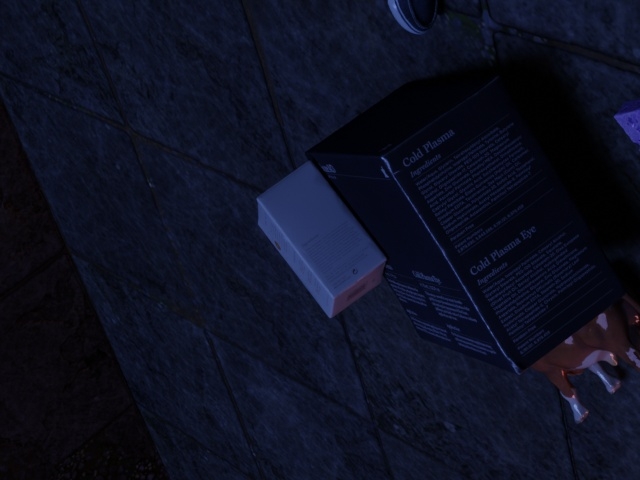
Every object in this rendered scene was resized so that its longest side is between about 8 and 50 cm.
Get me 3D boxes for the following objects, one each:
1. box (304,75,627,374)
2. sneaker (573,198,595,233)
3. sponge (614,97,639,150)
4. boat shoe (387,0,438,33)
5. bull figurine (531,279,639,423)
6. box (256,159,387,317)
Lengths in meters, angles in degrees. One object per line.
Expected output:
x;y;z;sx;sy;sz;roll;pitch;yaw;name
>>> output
0.172;-0.028;1.903;0.312;0.179;0.343;57;169;-13;box
0.308;-0.045;1.918;0.057;0.047;0.119;-21;108;40;sneaker
0.423;-0.114;1.630;0.117;0.031;0.210;51;156;-17;sponge
0.123;-0.323;1.818;0.083;0.065;0.183;25;143;44;boat shoe
0.343;0.138;2.024;0.188;0.101;0.310;49;156;-4;bull figurine
0.000;0.000;2.012;0.170;0.091;0.130;53;170;10;box
